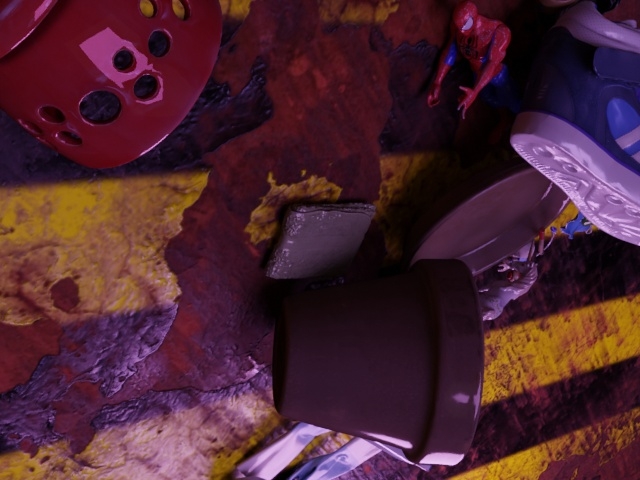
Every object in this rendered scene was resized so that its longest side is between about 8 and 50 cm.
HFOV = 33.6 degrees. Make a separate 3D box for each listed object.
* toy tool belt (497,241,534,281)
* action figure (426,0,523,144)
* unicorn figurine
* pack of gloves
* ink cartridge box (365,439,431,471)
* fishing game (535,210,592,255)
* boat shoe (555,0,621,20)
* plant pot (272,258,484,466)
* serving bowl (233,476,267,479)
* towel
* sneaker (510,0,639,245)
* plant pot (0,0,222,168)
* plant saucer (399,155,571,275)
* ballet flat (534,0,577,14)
[{"bbox_3d":[0.288,0.024,1.612,0.051,0.052,0.083,9,116,-13],"label":"toy tool belt"},{"bbox_3d":[0.192,-0.172,1.299,0.139,0.091,0.280,-53,144,-14],"label":"action figure"},{"bbox_3d":[0.255,0.077,1.557,0.060,0.111,0.162,58,42,-24],"label":"unicorn figurine"},{"bbox_3d":[0.002,0.296,1.578,0.232,0.046,0.195,-34,141,-2],"label":"pack of gloves"},{"bbox_3d":[0.139,0.209,1.563,0.224,0.045,0.223,41,69,-50],"label":"ink cartridge box"},{"bbox_3d":[0.436,-0.050,1.551,0.264,0.041,0.189,-29,163,1],"label":"fishing game"},{"bbox_3d":[0.373,-0.318,1.397,0.142,0.040,0.049,-35,140,-17],"label":"boat shoe"},{"bbox_3d":[0.061,0.148,1.327,0.229,0.263,0.263,4,125,-9],"label":"plant pot"},{"bbox_3d":[-0.105,0.358,1.511,0.083,0.027,0.083,-8,142,-6],"label":"serving bowl"},{"bbox_3d":[0.000,0.000,1.318,0.148,0.027,0.110,-4,125,-44],"label":"towel"},{"bbox_3d":[0.387,-0.154,1.331,0.323,0.130,0.236,33,74,-30],"label":"sneaker"},{"bbox_3d":[-0.202,-0.174,0.838,0.191,0.191,0.174,-53,137,5],"label":"plant pot"},{"bbox_3d":[0.224,-0.027,1.438,0.278,0.041,0.278,-24,156,-11],"label":"plant saucer"},{"bbox_3d":[0.350,-0.368,1.324,0.232,0.080,0.073,-39,170,-8],"label":"ballet flat"}]
